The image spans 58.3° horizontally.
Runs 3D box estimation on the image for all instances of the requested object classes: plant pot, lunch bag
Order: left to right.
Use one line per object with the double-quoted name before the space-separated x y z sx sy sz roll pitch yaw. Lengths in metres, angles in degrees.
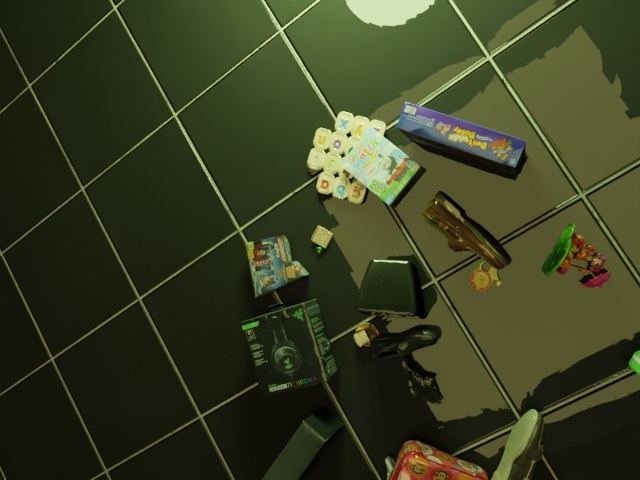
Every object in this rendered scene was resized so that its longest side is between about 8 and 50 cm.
"plant pot" 0.225 0.151 1.783 0.188 0.187 0.167 3 81 19
"lunch bag" 0.349 0.783 1.762 0.293 0.120 0.258 20 97 5

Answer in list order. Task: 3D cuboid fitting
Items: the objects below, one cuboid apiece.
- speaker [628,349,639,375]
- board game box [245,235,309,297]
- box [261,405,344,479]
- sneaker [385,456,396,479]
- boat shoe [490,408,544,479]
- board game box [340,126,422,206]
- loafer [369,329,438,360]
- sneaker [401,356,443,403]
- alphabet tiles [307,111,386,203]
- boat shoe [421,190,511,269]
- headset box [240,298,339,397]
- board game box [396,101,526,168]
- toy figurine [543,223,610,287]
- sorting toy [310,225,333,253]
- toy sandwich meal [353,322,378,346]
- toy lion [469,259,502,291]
"speaker" 0.980 0.265 1.543 0.131 0.131 0.296 41 104 14
"board game box" -0.143 0.086 1.965 0.194 0.060 0.194 -11 88 18
"box" -0.056 0.694 1.883 0.103 0.184 0.261 36 102 14
"sneaker" 0.235 0.776 1.853 0.061 0.054 0.152 -24 84 21
"boat shoe" 0.600 0.656 1.704 0.096 0.112 0.335 20 104 0
"board game box" 0.192 -0.236 1.830 0.211 0.039 0.160 41 104 15
"loafer" 0.263 0.336 1.813 0.223 0.076 0.078 -15 47 22
"sneaker" 0.321 0.440 1.819 0.089 0.051 0.170 -17 90 19
"alphabet tiles" 0.101 -0.272 1.893 0.284 0.021 0.278 18 97 18
"boat shoe" 0.438 -0.012 1.744 0.104 0.111 0.307 -50 65 20
"headset box" -0.103 0.348 1.919 0.246 0.131 0.283 -18 85 18
"board game box" 0.415 -0.293 1.672 0.347 0.233 0.078 23 98 18
"toy figurine" 0.754 0.062 1.645 0.159 0.130 0.173 29 76 3
"sorting toy" 0.000 0.000 1.938 0.062 0.012 0.083 30 97 11
"toy sandwich meal" 0.149 0.311 1.884 0.086 0.029 0.085 0 91 19
"toy lion" 0.505 0.106 1.759 0.096 0.034 0.100 -1 91 27
